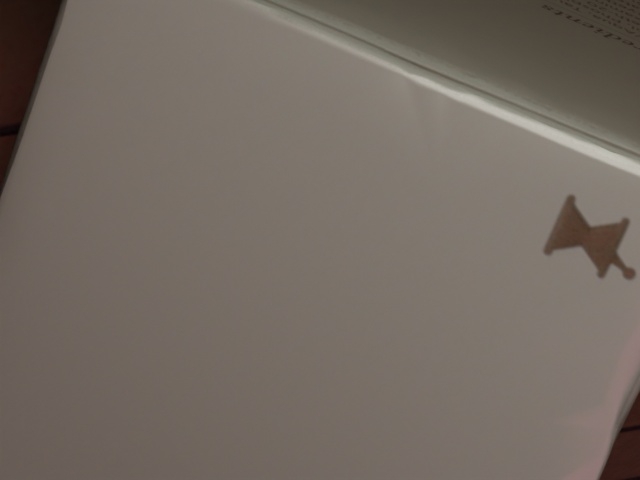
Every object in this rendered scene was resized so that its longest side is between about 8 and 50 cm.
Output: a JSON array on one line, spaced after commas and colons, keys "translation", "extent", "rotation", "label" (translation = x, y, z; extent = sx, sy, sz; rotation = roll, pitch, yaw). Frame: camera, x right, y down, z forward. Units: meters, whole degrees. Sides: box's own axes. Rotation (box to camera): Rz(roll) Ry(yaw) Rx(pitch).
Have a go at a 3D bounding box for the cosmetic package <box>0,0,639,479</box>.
[{"translation": [0.027, -0.006, 1.100], "extent": [0.327, 0.393, 0.329], "rotation": [23, 112, 4], "label": "cosmetic package"}]
